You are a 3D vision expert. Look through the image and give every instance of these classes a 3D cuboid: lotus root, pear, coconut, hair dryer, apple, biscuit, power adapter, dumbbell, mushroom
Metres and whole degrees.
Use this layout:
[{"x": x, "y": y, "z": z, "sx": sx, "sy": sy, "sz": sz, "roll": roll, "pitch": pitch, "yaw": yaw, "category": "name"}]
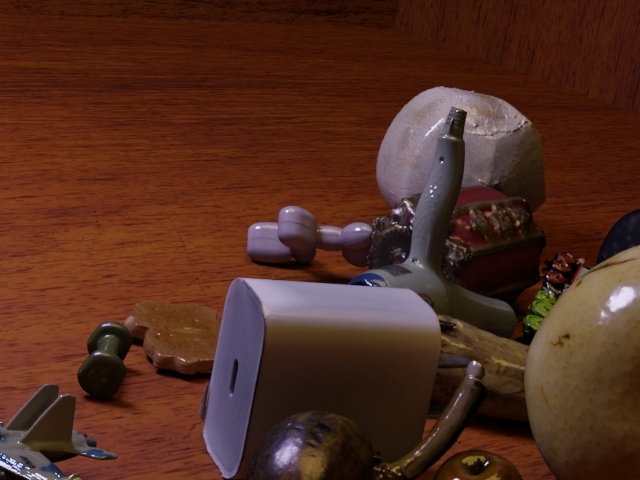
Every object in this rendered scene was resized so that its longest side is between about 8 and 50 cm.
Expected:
[{"x": -0.010, "y": 0.213, "z": 1.571, "sx": 0.120, "sy": 0.120, "sz": 0.209, "roll": 13, "pitch": 21, "yaw": 8, "category": "lotus root"}, {"x": 0.352, "y": 0.147, "z": 1.749, "sx": 0.309, "sy": 0.309, "sz": 0.309, "roll": 10, "pitch": 16, "yaw": -3, "category": "pear"}, {"x": 0.221, "y": -0.107, "z": 2.652, "sx": 0.245, "sy": 0.245, "sz": 0.247, "roll": 4, "pitch": 18, "yaw": -23, "category": "coconut"}, {"x": 0.166, "y": 0.030, "z": 2.131, "sx": 0.119, "sy": 0.298, "sz": 0.296, "roll": 20, "pitch": -14, "yaw": 38, "category": "hair dryer"}, {"x": 0.149, "y": 0.240, "z": 1.667, "sx": 0.090, "sy": 0.074, "sz": 0.089, "roll": 8, "pitch": 17, "yaw": -3, "category": "apple"}, {"x": -0.152, "y": 0.111, "z": 2.003, "sx": 0.133, "sy": 0.027, "sz": 0.184, "roll": 3, "pitch": 19, "yaw": -29, "category": "biscuit"}, {"x": 0.029, "y": 0.141, "z": 1.729, "sx": 0.255, "sy": 0.187, "sz": 0.124, "roll": 5, "pitch": 18, "yaw": -22, "category": "power adapter"}, {"x": 0.193, "y": 0.154, "z": 1.973, "sx": 0.258, "sy": 0.097, "sz": 0.110, "roll": 19, "pitch": 23, "yaw": 1, "category": "lotus root"}, {"x": -0.226, "y": 0.125, "z": 1.859, "sx": 0.046, "sy": 0.052, "sz": 0.118, "roll": 32, "pitch": 13, "yaw": -10, "category": "dumbbell"}, {"x": 0.095, "y": 0.191, "z": 1.677, "sx": 0.060, "sy": 0.187, "sz": 0.061, "roll": 49, "pitch": -18, "yaw": -7, "category": "mushroom"}]

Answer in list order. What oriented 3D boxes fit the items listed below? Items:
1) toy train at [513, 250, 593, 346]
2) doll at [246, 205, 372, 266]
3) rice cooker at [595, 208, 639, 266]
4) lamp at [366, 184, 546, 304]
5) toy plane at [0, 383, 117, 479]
[{"x": 0.308, "y": 0.085, "z": 2.276, "sx": 0.085, "sy": 0.053, "sz": 0.249, "roll": 23, "pitch": 29, "yaw": 7, "category": "toy train"}, {"x": 0.000, "y": 0.000, "z": 2.362, "sx": 0.160, "sy": 0.059, "sz": 0.161, "roll": 11, "pitch": -19, "yaw": -28, "category": "doll"}, {"x": 0.450, "y": 0.085, "z": 2.142, "sx": 0.267, "sy": 0.224, "sz": 0.267, "roll": 11, "pitch": 17, "yaw": -4, "category": "rice cooker"}, {"x": 0.181, "y": 0.014, "z": 2.328, "sx": 0.177, "sy": 0.177, "sz": 0.274, "roll": 22, "pitch": 17, "yaw": 33, "category": "lamp"}, {"x": -0.314, "y": 0.191, "z": 1.532, "sx": 0.262, "sy": 0.088, "sz": 0.192, "roll": -12, "pitch": 20, "yaw": -32, "category": "toy plane"}]
